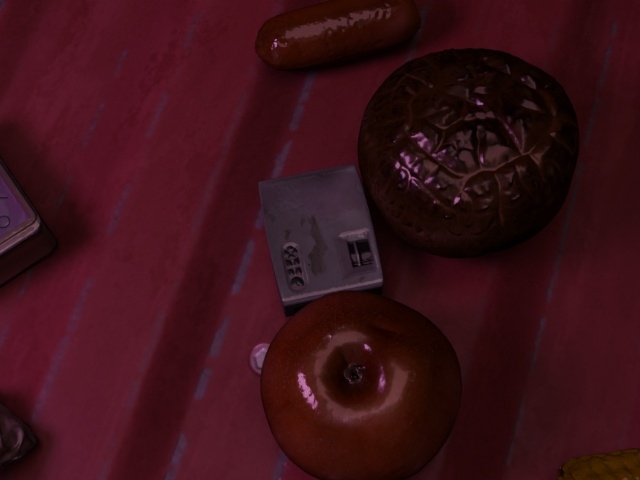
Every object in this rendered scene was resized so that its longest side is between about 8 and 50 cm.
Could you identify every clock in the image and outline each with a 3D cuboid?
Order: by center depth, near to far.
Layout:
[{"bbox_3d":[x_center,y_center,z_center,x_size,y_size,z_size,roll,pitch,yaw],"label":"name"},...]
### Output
[{"bbox_3d":[-0.405,-0.035,1.127,0.147,0.071,0.192,-34,73,-11],"label":"clock"}]

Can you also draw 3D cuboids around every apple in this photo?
[{"bbox_3d":[0.040,0.142,1.003,0.201,0.162,0.201,0,71,0],"label":"apple"}]

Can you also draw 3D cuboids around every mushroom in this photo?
[{"bbox_3d":[0.160,-0.104,1.101,0.253,0.153,0.253,-3,60,5],"label":"mushroom"}]

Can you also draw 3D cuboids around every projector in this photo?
[{"bbox_3d":[0.000,0.000,1.111,0.115,0.061,0.147,-12,70,-2],"label":"projector"}]

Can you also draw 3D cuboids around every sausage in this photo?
[{"bbox_3d":[0.019,-0.248,1.196,0.198,0.076,0.076,-15,70,-5],"label":"sausage"}]

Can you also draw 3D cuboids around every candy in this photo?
[{"bbox_3d":[0.340,0.248,0.997,0.199,0.094,0.106,-10,64,-9],"label":"candy"}]

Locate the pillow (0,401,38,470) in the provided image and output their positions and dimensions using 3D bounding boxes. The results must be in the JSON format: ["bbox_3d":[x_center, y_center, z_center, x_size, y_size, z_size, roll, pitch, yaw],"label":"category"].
[{"bbox_3d":[-0.411,0.149,1.037,0.248,0.049,0.135,40,38,18],"label":"pillow"}]
